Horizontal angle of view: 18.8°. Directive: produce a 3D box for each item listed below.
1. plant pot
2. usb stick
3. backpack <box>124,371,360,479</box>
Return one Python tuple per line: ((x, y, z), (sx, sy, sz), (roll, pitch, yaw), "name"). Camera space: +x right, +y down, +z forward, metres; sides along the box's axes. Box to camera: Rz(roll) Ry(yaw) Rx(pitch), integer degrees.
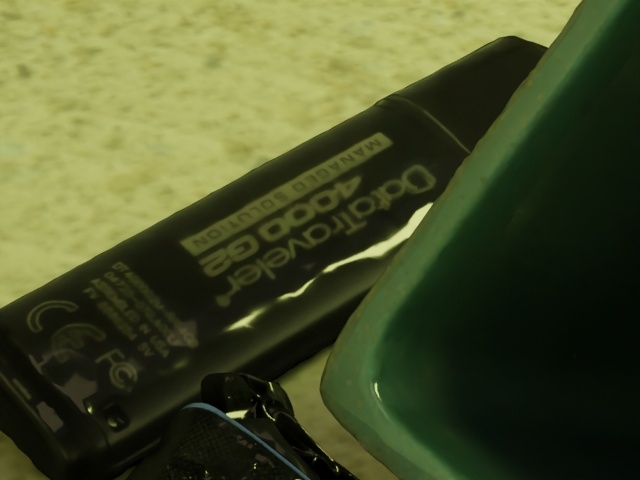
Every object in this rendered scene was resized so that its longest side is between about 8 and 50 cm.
((0.206, 0.031, 0.553), (0.247, 0.248, 0.252), (41, 12, 29), "plant pot")
((0.000, 0.000, 0.712), (0.278, 0.045, 0.077), (-30, 63, -31), "usb stick")
((0.002, 0.144, 0.505), (0.173, 0.158, 0.117), (35, 59, 9), "backpack")
